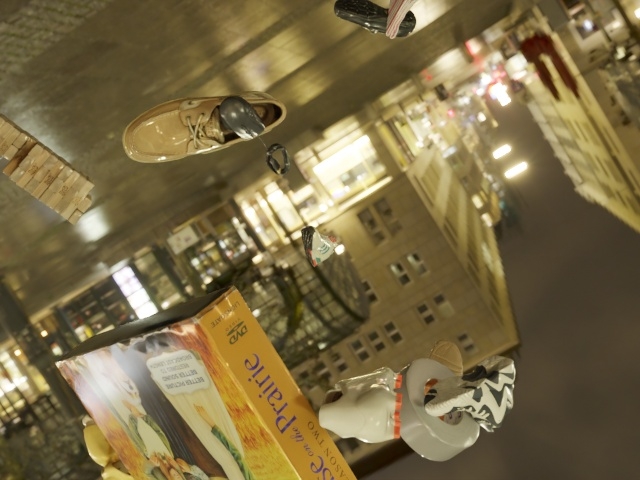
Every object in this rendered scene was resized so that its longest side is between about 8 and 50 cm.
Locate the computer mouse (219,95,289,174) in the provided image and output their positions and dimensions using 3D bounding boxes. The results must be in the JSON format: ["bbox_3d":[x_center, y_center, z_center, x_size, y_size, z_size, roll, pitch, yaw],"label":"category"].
[{"bbox_3d":[-0.129,-0.205,1.575,0.071,0.242,0.041,-26,-133,16],"label":"computer mouse"}]

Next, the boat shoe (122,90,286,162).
[{"bbox_3d":[-0.240,-0.243,1.594,0.341,0.121,0.110,-20,-162,-16],"label":"boat shoe"}]

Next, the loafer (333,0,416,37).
[{"bbox_3d":[0.137,-0.567,1.979,0.223,0.076,0.078,7,147,-16],"label":"loafer"}]

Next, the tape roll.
[{"bbox_3d":[0.251,0.375,1.713,0.072,0.219,0.219,-44,176,34],"label":"tape roll"}]

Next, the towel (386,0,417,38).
[{"bbox_3d":[0.197,-0.581,1.775,0.144,0.029,0.197,127,-24,-57],"label":"towel"}]

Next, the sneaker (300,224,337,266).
[{"bbox_3d":[0.000,0.000,1.864,0.075,0.057,0.161,-27,152,-12],"label":"sneaker"}]

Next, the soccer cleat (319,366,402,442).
[{"bbox_3d":[0.042,0.160,0.760,0.076,0.068,0.196,4,174,6],"label":"soccer cleat"}]

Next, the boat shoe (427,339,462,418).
[{"bbox_3d":[0.296,0.394,1.964,0.092,0.103,0.285,124,-20,-58],"label":"boat shoe"}]

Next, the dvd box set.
[{"bbox_3d":[-0.086,0.265,0.820,0.308,0.420,0.062,-20,-165,46],"label":"dvd box set"}]

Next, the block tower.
[{"bbox_3d":[-0.599,-0.171,1.513,0.091,0.335,0.097,-52,-160,-3],"label":"block tower"}]

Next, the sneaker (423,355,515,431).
[{"bbox_3d":[0.332,0.362,1.658,0.235,0.153,0.094,-24,-162,-33],"label":"sneaker"}]

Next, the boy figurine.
[{"bbox_3d":[-0.383,0.389,1.508,0.285,0.177,0.092,-95,-150,-60],"label":"boy figurine"}]
